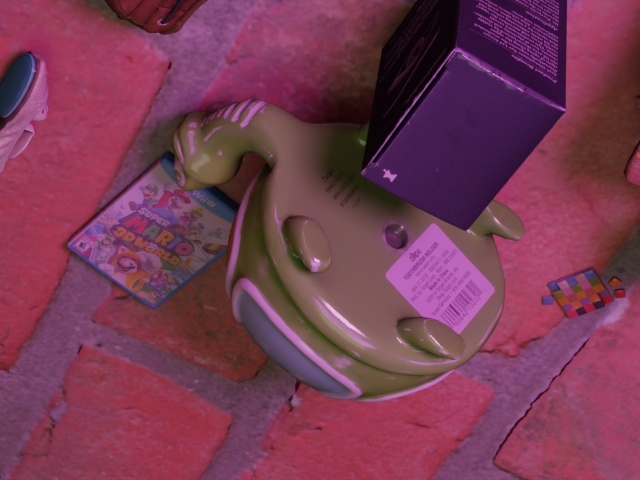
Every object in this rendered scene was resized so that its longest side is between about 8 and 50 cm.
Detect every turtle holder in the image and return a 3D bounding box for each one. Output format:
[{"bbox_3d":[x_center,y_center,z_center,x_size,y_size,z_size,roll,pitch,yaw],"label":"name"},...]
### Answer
[{"bbox_3d":[0.002,0.018,1.552,0.320,0.243,0.227,22,147,-20],"label":"turtle holder"}]

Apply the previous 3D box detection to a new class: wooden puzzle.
[{"bbox_3d":[0.263,0.053,1.686,0.083,0.006,0.049,-23,122,25],"label":"wooden puzzle"}]

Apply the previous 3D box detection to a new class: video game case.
[{"bbox_3d":[-0.162,-0.007,1.699,0.119,0.015,0.166,38,124,-21],"label":"video game case"}]

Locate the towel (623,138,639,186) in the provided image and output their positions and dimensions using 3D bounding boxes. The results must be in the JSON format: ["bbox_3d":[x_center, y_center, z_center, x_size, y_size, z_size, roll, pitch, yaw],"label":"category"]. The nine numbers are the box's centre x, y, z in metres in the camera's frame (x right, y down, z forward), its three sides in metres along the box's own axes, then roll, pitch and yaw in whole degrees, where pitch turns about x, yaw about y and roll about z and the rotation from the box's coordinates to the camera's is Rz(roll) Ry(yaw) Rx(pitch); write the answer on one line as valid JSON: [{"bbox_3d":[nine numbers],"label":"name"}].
[{"bbox_3d":[0.467,-0.086,1.345,0.370,0.040,0.271,22,125,-2],"label":"towel"}]

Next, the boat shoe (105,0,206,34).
[{"bbox_3d":[-0.073,-0.281,1.411,0.104,0.110,0.307,38,135,-25],"label":"boat shoe"}]

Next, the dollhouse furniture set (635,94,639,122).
[{"bbox_3d":[0.365,-0.053,1.533,0.129,0.129,0.183,-6,98,13],"label":"dollhouse furniture set"}]

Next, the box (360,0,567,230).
[{"bbox_3d":[0.124,-0.137,1.421,0.108,0.207,0.153,27,128,-13],"label":"box"}]

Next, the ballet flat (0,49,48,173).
[{"bbox_3d":[-0.293,-0.122,1.611,0.052,0.057,0.168,10,140,-37],"label":"ballet flat"}]
